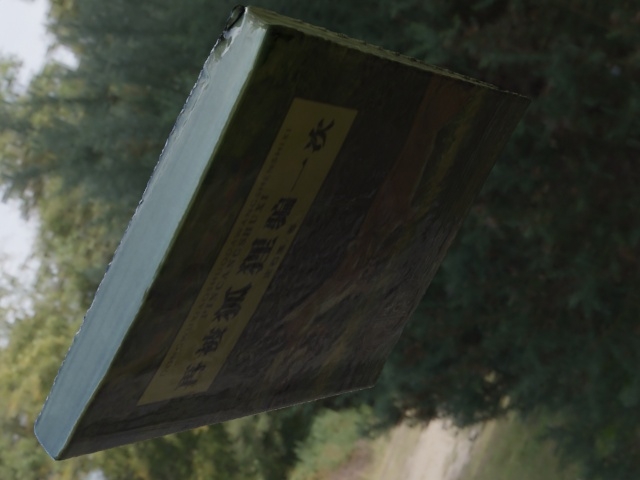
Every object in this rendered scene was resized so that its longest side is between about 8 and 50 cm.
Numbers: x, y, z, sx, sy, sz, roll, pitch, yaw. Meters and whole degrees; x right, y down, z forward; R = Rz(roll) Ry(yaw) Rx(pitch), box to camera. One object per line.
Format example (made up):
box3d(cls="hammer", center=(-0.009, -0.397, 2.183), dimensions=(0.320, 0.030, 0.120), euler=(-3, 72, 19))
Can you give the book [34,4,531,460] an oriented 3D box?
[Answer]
box3d(cls="book", center=(0.000, 0.000, 0.462), dimensions=(0.228, 0.024, 0.160), euler=(0, -59, -62))
